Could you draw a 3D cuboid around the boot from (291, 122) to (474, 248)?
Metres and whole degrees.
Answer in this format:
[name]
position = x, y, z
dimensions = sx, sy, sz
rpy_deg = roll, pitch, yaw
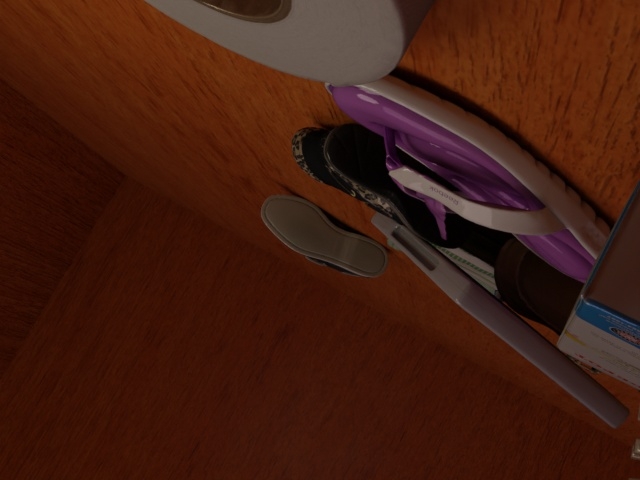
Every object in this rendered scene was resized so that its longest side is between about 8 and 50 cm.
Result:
[boot]
position = 0.078, -0.079, 1.048
dimensions = 0.236, 0.085, 0.178
rpy_deg = 33, 176, -23

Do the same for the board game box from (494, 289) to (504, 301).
[board game box]
position = 0.340, 0.094, 1.269
dimensions = 0.090, 0.020, 0.090
rpy_deg = 13, 170, -20

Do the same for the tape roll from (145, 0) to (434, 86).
[tape roll]
position = -0.094, -0.250, 0.577
dimensions = 0.392, 0.072, 0.392
rpy_deg = 29, 172, 5

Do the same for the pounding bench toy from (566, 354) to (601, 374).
[pounding bench toy]
position = 0.503, 0.213, 1.467
dimensions = 0.065, 0.052, 0.083
rpy_deg = 29, 172, 7

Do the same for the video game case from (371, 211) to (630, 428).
[video game case]
position = 0.238, 0.098, 1.097
dimensions = 0.329, 0.036, 0.300
rpy_deg = 37, -174, -25

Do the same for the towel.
[towel]
position = 0.223, 0.023, 1.325
dimensions = 0.248, 0.038, 0.325
rpy_deg = 28, 172, 8

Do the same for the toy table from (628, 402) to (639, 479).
[toy table]
position = 0.696, 0.424, 1.552
dimensions = 0.161, 0.252, 0.274
rpy_deg = 9, 154, 21

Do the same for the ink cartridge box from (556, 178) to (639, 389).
[ink cartridge box]
position = 0.298, 0.034, 0.596
dimensions = 0.171, 0.168, 0.232
rpy_deg = 27, 172, 17

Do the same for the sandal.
[sandal]
position = 0.172, -0.040, 0.841
dimensions = 0.416, 0.102, 0.169
rpy_deg = 32, 172, -16

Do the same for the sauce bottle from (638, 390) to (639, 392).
[sauce bottle]
position = 0.594, 0.229, 1.013
dimensions = 0.344, 0.111, 0.111
rpy_deg = 27, 172, 21

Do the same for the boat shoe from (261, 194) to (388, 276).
[boat shoe]
position = 0.000, 0.000, 1.721
dimensions = 0.302, 0.114, 0.091
rpy_deg = 32, 167, -10

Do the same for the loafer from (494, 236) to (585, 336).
[loafer]
position = 0.341, 0.082, 1.057
dimensions = 0.268, 0.102, 0.092
rpy_deg = 35, 162, -25
